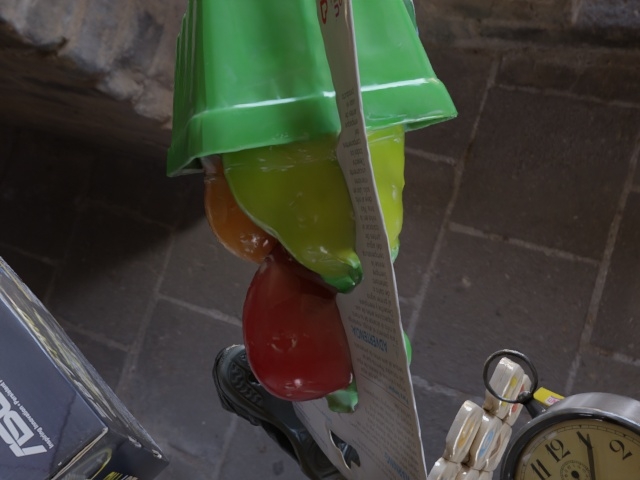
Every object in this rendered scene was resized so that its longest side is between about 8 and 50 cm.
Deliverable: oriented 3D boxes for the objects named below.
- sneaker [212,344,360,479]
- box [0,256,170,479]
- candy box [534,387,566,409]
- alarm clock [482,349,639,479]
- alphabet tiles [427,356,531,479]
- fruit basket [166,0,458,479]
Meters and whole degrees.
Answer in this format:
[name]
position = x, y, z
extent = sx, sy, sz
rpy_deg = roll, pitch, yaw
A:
[sneaker]
position = -0.041, 0.204, 0.797
extent = 0.227, 0.130, 0.087
rpy_deg = 43, 73, -15
[box]
position = -0.305, 0.067, 0.591
extent = 0.097, 0.318, 0.395
rpy_deg = -40, 77, -21
[candy box]
position = 0.341, 0.246, 0.828
extent = 0.027, 0.206, 0.105
rpy_deg = -42, 92, -5
[alarm clock]
position = 0.180, 0.154, 0.452
extent = 0.192, 0.064, 0.129
rpy_deg = 52, 122, 17
[alphabet tiles]
position = 0.151, 0.264, 0.698
extent = 0.021, 0.278, 0.284
rpy_deg = 23, 80, 30
[fruit basket]
position = 0.000, 0.000, 0.471
extent = 0.165, 0.327, 0.353
rpy_deg = -18, 96, -15
